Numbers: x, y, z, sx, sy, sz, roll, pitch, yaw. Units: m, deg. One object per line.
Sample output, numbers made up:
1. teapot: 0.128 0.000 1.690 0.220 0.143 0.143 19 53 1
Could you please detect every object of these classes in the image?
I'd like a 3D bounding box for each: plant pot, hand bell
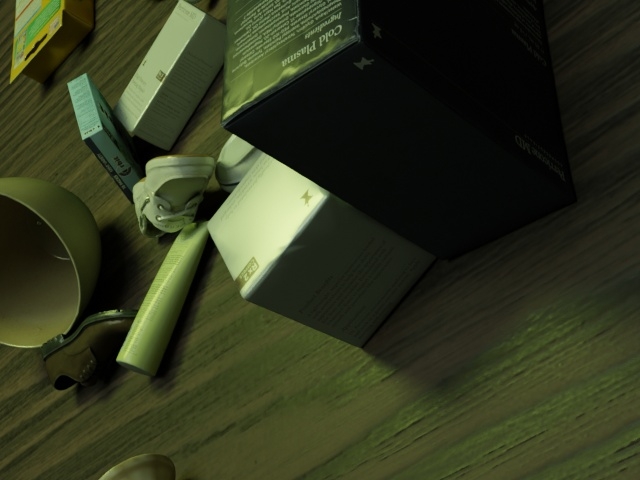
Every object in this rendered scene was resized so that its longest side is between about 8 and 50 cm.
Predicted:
1. plant pot: -0.475 0.010 1.701 0.284 0.284 0.191 -36 9 31
2. hand bell: -0.179 0.387 1.240 0.126 0.126 0.242 -54 50 12

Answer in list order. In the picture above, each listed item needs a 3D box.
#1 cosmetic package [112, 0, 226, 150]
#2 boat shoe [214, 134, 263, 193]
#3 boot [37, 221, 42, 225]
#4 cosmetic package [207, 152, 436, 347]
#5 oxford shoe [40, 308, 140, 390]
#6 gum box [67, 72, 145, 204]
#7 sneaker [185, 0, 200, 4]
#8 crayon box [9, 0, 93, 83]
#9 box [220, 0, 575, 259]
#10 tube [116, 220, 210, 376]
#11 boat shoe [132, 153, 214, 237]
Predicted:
1. cosmetic package: -0.244 -0.278 1.717 0.231 0.085 0.117 -59 38 7
2. boat shoe: -0.050 -0.203 1.380 0.367 0.156 0.136 -36 44 31
3. boot: -0.528 0.025 1.902 0.099 0.045 0.121 -43 40 19
4. cosmetic package: 0.000 0.000 1.174 0.151 0.184 0.151 -51 39 15
5. oxford shoe: -0.339 0.170 1.573 0.227 0.083 0.096 -32 63 36
6. gum box: -0.356 -0.172 1.723 0.041 0.157 0.184 -29 42 2
7. sneaker: -0.201 -0.529 1.831 0.091 0.094 0.258 -14 52 66
8. crayon box: -0.588 -0.492 2.255 0.203 0.083 0.323 -38 43 29
9. box: 0.081 -0.200 1.069 0.179 0.343 0.312 -28 48 35
10. tube: -0.222 0.079 1.499 0.070 0.062 0.240 15 72 18
11. boat shoe: -0.216 -0.060 1.519 0.277 0.098 0.096 148 120 -68
